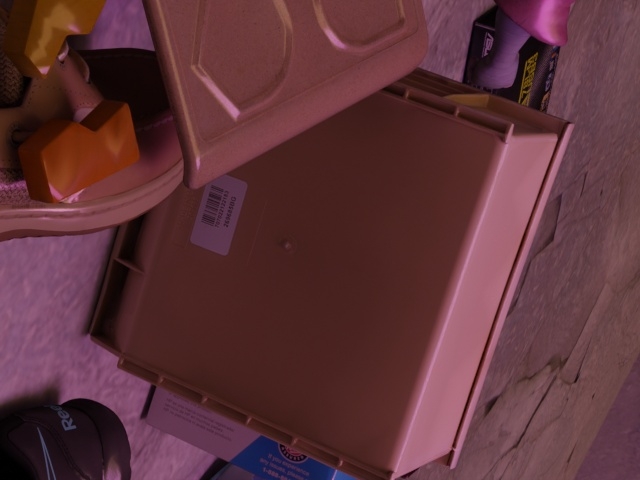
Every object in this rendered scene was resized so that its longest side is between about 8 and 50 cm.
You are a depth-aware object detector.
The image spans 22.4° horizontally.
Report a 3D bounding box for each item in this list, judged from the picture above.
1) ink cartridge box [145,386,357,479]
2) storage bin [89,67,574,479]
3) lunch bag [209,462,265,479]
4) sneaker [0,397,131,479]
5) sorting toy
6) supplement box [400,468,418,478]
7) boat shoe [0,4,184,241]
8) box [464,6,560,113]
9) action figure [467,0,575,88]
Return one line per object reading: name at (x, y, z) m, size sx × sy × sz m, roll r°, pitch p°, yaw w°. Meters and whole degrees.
ink cartridge box at (-0.001, 0.066, 1.317) m, size 0.168 × 0.171 × 0.233 m, roll -1°, pitch 112°, yaw -67°
storage bin at (0.000, 0.000, 1.131) m, size 0.123 × 0.260 × 0.262 m, roll -10°, pitch 120°, yaw -66°
lunch bag at (-0.094, 0.349, 1.461) m, size 0.279 × 0.107 × 0.224 m, roll -52°, pitch 154°, yaw -35°
sneaker at (-0.204, 0.241, 1.109) m, size 0.106 × 0.101 × 0.267 m, roll 7°, pitch 87°, yaw -56°
sorting toy at (-0.059, -0.150, 0.880) m, size 0.307 × 0.041 × 0.229 m, roll -32°, pitch 121°, yaw -40°
supplement box at (0.073, 0.095, 1.581) m, size 0.073 × 0.130 × 0.239 m, roll -19°, pitch 129°, yaw -63°
boat shoe at (-0.167, -0.068, 0.860) m, size 0.341 × 0.121 × 0.110 m, roll -29°, pitch 137°, yaw -57°
box at (0.207, -0.174, 1.754) m, size 0.184 × 0.045 × 0.191 m, roll -42°, pitch 147°, yaw -52°
action figure at (0.136, -0.263, 1.049) m, size 0.248 × 0.370 × 0.276 m, roll -61°, pitch 154°, yaw -23°
